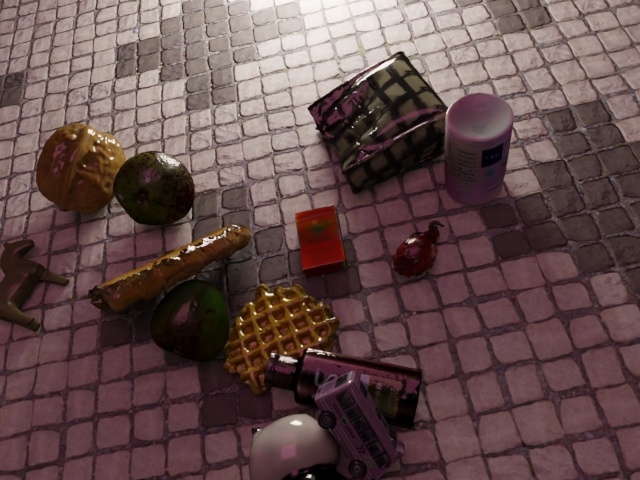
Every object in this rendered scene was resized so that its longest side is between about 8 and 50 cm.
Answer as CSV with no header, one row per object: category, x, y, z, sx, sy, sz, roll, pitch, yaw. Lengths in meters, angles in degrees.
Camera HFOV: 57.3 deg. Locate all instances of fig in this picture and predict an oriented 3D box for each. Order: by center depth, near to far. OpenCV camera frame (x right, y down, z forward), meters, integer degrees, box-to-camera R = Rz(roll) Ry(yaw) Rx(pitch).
fig,-0.297,0.182,1.346,0.181,0.181,0.191,23,93,23

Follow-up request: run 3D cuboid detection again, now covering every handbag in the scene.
handbag,0.164,-0.323,1.593,0.327,0.162,0.325,-29,54,2

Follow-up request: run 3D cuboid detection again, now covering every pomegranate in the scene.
pomegranate,-0.434,-0.150,1.602,0.214,0.214,0.248,5,23,14

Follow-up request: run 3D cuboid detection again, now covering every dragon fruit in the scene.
dragon fruit,0.246,0.011,1.405,0.094,0.094,0.190,29,59,25

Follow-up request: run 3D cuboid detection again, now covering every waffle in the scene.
waffle,-0.092,0.228,1.363,0.291,0.051,0.291,-6,57,10

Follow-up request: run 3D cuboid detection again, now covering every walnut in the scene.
walnut,-0.672,-0.198,1.646,0.225,0.257,0.257,22,61,-13

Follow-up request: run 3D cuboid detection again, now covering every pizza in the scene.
pizza,-0.379,0.081,1.358,0.435,0.392,0.080,-26,95,2

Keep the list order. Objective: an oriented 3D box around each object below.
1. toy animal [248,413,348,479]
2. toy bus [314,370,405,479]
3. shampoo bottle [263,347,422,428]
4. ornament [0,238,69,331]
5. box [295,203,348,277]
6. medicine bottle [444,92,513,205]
toy animal,-0.040,0.460,1.144,0.187,0.165,0.235,-23,55,-8
toy bus,0.075,0.365,1.154,0.108,0.096,0.199,-32,91,9
shampoo bottle,0.045,0.303,1.239,0.323,0.084,0.129,11,90,8
ornament,-0.805,0.106,1.576,0.245,0.061,0.230,17,62,17
box,0.000,0.000,1.485,0.112,0.048,0.175,-12,58,6
medicine bottle,0.377,-0.213,1.417,0.152,0.254,0.152,-5,58,9
